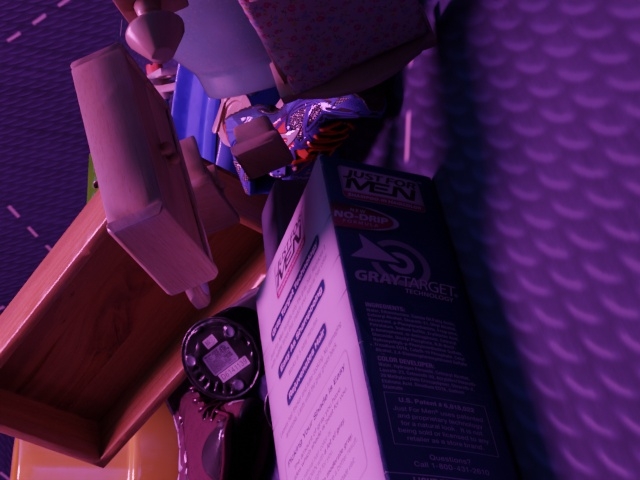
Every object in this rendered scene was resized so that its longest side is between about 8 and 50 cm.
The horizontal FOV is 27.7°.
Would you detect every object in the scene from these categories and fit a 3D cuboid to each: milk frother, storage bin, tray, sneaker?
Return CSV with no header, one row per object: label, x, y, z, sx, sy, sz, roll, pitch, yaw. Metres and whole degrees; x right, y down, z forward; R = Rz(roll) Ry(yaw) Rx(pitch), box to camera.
milk frother,-0.046,0.122,1.298,0.143,0.129,0.135,69,-157,-5
storage bin,0.000,0.000,1.179,0.098,0.091,0.135,114,155,-46
tray,-0.221,0.078,1.447,0.411,0.203,0.076,-47,34,27
sneaker,-0.010,-0.097,1.231,0.221,0.083,0.087,-18,75,55
sneaker,-0.108,0.186,1.497,0.162,0.106,0.281,-51,43,49

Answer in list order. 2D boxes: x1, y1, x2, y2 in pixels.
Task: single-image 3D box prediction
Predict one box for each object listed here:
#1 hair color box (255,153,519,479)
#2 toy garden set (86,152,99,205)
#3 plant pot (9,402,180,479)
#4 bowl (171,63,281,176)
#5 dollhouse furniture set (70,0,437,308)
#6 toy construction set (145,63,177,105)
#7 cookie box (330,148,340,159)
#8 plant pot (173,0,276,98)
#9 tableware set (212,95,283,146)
hair color box,0.039,0.116,0.963,0.347,0.105,0.174,-101,28,-45
toy garden set,-0.262,-0.047,2.005,0.244,0.049,0.204,-5,80,38
plant pot,-0.339,0.358,1.939,0.254,0.239,0.254,-175,90,-74
bowl,-0.129,-0.172,1.709,0.391,0.077,0.391,-174,90,-73
dollhouse furniture set,0.006,-0.107,1.019,0.303,0.355,0.174,58,-167,-60
toy construction set,-0.315,-0.136,2.195,0.215,0.151,0.328,157,118,-72
cookie box,-0.017,-0.071,1.349,0.107,0.040,0.092,113,155,-43
plant pot,-0.053,-0.247,1.188,0.293,0.293,0.196,-144,35,-72
tableware set,-0.062,-0.142,1.444,0.169,0.020,0.141,51,122,38
